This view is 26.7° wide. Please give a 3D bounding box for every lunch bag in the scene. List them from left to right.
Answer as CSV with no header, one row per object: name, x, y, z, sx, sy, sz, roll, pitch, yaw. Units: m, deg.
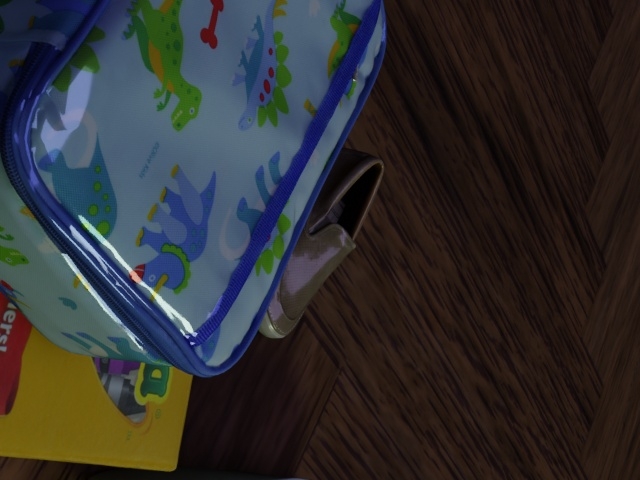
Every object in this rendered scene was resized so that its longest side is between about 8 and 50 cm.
lunch bag,-0.057,-0.067,0.546,0.219,0.090,0.176,-63,143,-29

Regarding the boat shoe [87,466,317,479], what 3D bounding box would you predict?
boat shoe,-0.048,0.168,0.742,0.227,0.079,0.081,22,72,-59

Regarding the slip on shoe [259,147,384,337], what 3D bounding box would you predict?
slip on shoe,0.000,0.000,0.828,0.135,0.041,0.051,-63,141,-30

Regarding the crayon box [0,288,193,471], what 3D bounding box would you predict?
crayon box,-0.138,-0.010,0.582,0.318,0.081,0.202,20,77,-57
